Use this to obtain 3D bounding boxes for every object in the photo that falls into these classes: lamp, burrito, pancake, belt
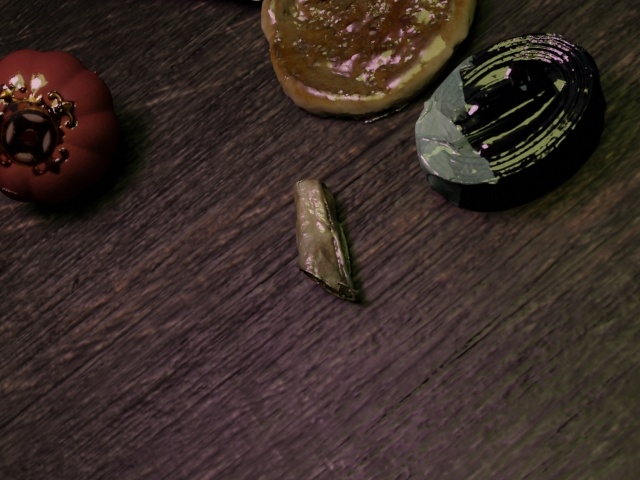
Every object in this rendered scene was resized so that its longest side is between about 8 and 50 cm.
[{"bbox_3d":[-0.323,-0.133,1.220,0.182,0.140,0.182,-1,100,-3],"label":"lamp"},{"bbox_3d":[0.000,0.000,1.079,0.055,0.041,0.149,-12,59,0],"label":"burrito"},{"bbox_3d":[0.057,-0.265,1.197,0.283,0.049,0.282,-9,64,18],"label":"pancake"},{"bbox_3d":[0.185,-0.118,1.046,0.198,0.078,0.151,-38,58,1],"label":"belt"}]
